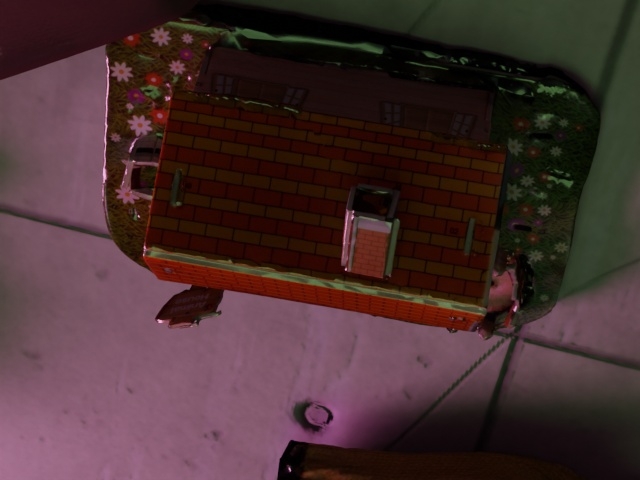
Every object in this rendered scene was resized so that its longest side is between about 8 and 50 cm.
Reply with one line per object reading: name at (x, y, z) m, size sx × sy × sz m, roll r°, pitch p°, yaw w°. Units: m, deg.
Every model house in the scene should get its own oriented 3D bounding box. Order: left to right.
model house at (0.001, -0.001, 1.102) m, size 0.293 × 0.154 × 0.207 m, roll 10°, pitch 129°, yaw 3°

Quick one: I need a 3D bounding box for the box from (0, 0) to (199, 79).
box at (-0.144, -0.217, 0.881) m, size 0.193 × 0.294 × 0.167 m, roll -14°, pitch 135°, yaw 23°

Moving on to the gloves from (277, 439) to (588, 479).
gloves at (0.128, 0.225, 1.257) m, size 0.356 × 0.155 × 0.203 m, roll 19°, pitch 125°, yaw 17°
